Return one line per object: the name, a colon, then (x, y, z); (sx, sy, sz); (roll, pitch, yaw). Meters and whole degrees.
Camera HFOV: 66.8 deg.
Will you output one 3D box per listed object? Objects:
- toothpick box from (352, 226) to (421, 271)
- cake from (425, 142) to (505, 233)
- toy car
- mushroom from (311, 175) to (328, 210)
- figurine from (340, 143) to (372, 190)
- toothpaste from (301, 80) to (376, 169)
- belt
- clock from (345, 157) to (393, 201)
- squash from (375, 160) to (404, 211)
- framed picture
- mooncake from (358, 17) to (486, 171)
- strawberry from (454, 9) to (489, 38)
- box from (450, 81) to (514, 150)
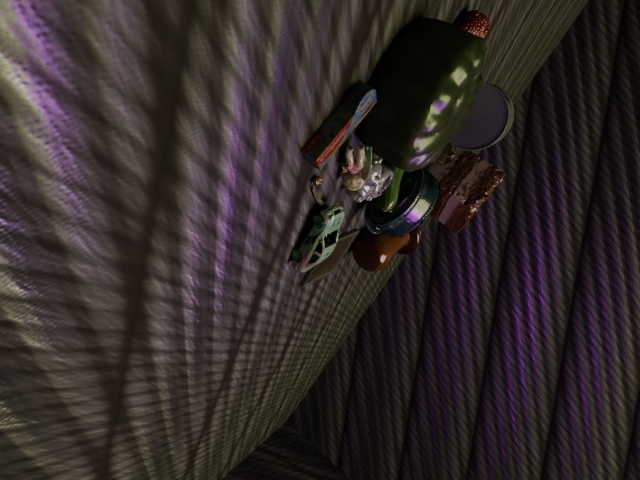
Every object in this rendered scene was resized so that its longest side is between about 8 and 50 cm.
toothpick box: (0.263, 0.000, 1.906); (0.294, 0.192, 0.192); (-30, 153, -40)
cake: (0.593, -0.232, 2.140); (0.256, 0.290, 0.282); (-46, 164, -21)
toy car: (0.000, 0.000, 1.302); (0.090, 0.076, 0.224); (-26, 156, -48)
mushroom: (0.003, -0.100, 1.236); (0.286, 0.028, 0.026); (71, 15, -72)
figurine: (0.086, -0.186, 1.194); (0.083, 0.083, 0.187); (-49, 163, -13)
toothpaste: (0.038, -0.238, 0.987); (0.193, 0.044, 0.070); (-51, 163, -7)
belt: (0.247, -0.126, 1.545); (0.116, 0.206, 0.267); (28, 107, -36)
clock: (0.149, -0.183, 1.357); (0.176, 0.080, 0.117); (-29, 152, -54)
squash: (0.216, -0.193, 1.471); (0.068, 0.077, 0.219); (25, 82, -46)
framed picture: (0.035, 0.057, 1.667); (0.192, 0.018, 0.265); (-59, 164, 21)
mooncake: (0.245, -0.326, 1.139); (0.351, 0.187, 0.351); (-49, 166, -16)
strawberry: (0.388, -0.552, 1.263); (0.096, 0.083, 0.083); (-36, 158, -28)
box: (0.547, -0.432, 1.690); (0.149, 0.226, 0.226); (-28, 151, -58)
